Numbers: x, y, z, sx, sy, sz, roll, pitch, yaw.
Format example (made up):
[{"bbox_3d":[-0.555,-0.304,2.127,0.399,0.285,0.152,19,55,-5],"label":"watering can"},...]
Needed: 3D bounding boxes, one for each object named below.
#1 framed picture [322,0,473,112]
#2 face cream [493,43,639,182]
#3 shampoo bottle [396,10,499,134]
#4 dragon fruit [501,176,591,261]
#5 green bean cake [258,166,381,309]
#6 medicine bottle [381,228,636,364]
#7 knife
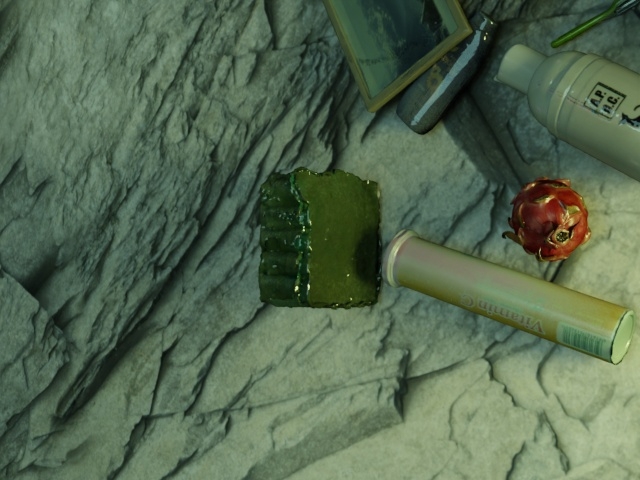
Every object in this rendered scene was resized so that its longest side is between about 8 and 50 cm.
[{"bbox_3d":[0.120,-0.435,1.824,0.247,0.022,0.335,-36,62,33],"label":"framed picture"},{"bbox_3d":[0.415,-0.213,1.558,0.369,0.145,0.145,34,109,31],"label":"face cream"},{"bbox_3d":[0.225,-0.295,1.758,0.087,0.049,0.234,51,117,27],"label":"shampoo bottle"},{"bbox_3d":[0.368,-0.029,1.601,0.133,0.166,0.136,29,109,-14],"label":"dragon fruit"},{"bbox_3d":[0.000,0.000,1.808,0.132,0.241,0.255,-3,89,41],"label":"green bean cake"},{"bbox_3d":[0.305,0.093,1.670,0.426,0.108,0.108,21,102,33],"label":"medicine bottle"},{"bbox_3d":[0.449,-0.360,1.611,0.184,0.022,0.026,-29,98,32],"label":"knife"}]
